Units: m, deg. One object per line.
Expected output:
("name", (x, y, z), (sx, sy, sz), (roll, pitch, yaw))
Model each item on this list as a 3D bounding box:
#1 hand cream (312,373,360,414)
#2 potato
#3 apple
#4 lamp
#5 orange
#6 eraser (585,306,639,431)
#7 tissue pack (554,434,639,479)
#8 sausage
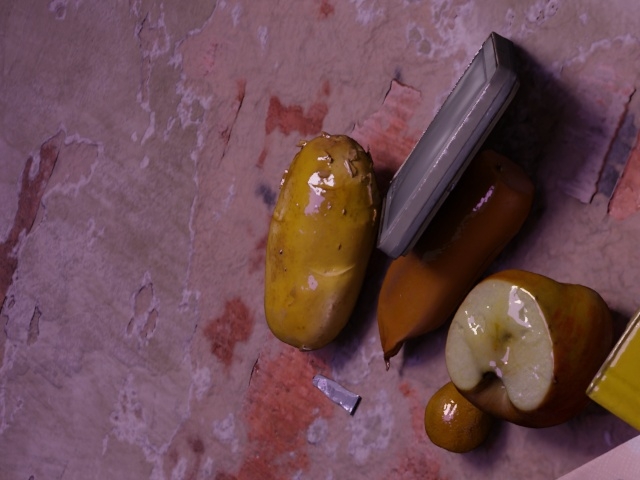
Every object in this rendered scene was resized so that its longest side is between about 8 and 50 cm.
("hand cream", (0.021, 0.210, 1.894), (0.093, 0.019, 0.030), (30, 100, 42))
("potato", (0.000, 0.000, 1.881), (0.173, 0.140, 0.300), (-146, 64, -66))
("apple", (0.242, 0.125, 1.552), (0.195, 0.160, 0.173), (10, 82, 51))
("lamp", (0.158, -0.122, 1.699), (0.269, 0.047, 0.266), (-57, 4, 19))
("orange", (0.171, 0.213, 1.667), (0.085, 0.085, 0.095), (24, 86, 49))
("eraser", (0.396, 0.146, 1.360), (0.226, 0.069, 0.158), (34, 104, 14))
("tissue pack", (0.278, 0.352, 1.510), (0.325, 0.071, 0.170), (-39, 54, 36))
("sausage", (0.150, 0.033, 1.735), (0.328, 0.112, 0.112), (-56, 44, 24))
